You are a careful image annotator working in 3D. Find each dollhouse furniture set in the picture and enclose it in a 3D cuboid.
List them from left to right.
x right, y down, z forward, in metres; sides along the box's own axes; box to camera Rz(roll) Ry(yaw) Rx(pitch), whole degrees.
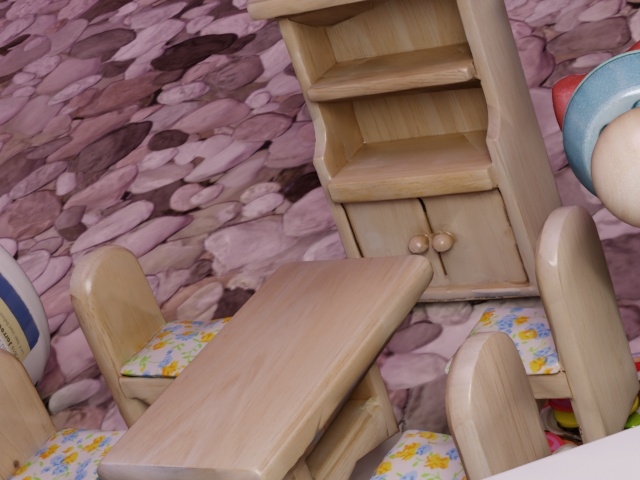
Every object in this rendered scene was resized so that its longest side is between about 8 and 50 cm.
[{"bbox_3d":[0.000,0.000,0.858,0.362,0.256,0.394,-4,27,34],"label":"dollhouse furniture set"}]

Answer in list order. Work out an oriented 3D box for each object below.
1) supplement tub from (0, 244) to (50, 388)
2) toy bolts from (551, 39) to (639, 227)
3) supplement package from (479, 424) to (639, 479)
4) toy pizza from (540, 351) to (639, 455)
[{"bbox_3d":[-0.367,0.137,1.001,0.228,0.228,0.316,-6,36,30],"label":"supplement tub"},{"bbox_3d":[0.231,-0.016,0.692,0.218,0.228,0.158,-39,11,24],"label":"toy bolts"},{"bbox_3d":[0.190,0.184,0.550,0.194,0.203,0.149,-20,31,8],"label":"supplement package"},{"bbox_3d":[0.186,0.128,0.805,0.201,0.032,0.201,-18,32,12],"label":"toy pizza"}]
